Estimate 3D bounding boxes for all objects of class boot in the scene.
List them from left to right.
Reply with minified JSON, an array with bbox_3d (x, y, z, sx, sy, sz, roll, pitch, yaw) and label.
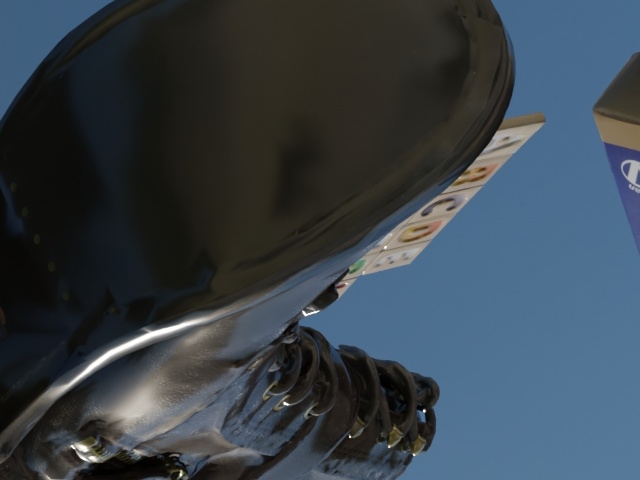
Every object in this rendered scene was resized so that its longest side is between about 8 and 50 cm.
[{"bbox_3d":[-0.022,0.032,0.462,0.229,0.263,0.091,28,-145,-56],"label":"boot"}]

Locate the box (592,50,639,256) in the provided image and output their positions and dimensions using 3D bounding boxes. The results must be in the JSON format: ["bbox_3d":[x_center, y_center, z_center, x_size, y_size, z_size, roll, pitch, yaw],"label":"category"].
[{"bbox_3d":[0.186,0.036,0.527,0.036,0.136,0.225,-52,-42,-21],"label":"box"}]

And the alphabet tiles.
[{"bbox_3d":[0.000,0.000,0.884,0.198,0.237,0.009,-13,-110,-27],"label":"alphabet tiles"}]
